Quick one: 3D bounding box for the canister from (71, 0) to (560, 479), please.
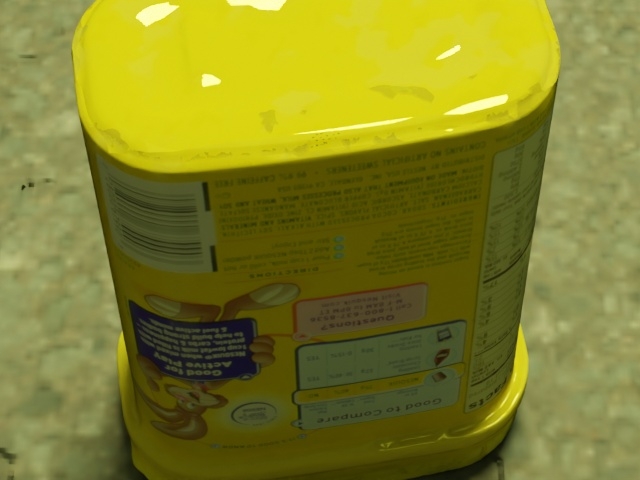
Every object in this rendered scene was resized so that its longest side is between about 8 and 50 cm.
[{"bbox_3d":[0.000,0.000,0.483,0.126,0.170,0.073,-8,56,-5],"label":"canister"}]
